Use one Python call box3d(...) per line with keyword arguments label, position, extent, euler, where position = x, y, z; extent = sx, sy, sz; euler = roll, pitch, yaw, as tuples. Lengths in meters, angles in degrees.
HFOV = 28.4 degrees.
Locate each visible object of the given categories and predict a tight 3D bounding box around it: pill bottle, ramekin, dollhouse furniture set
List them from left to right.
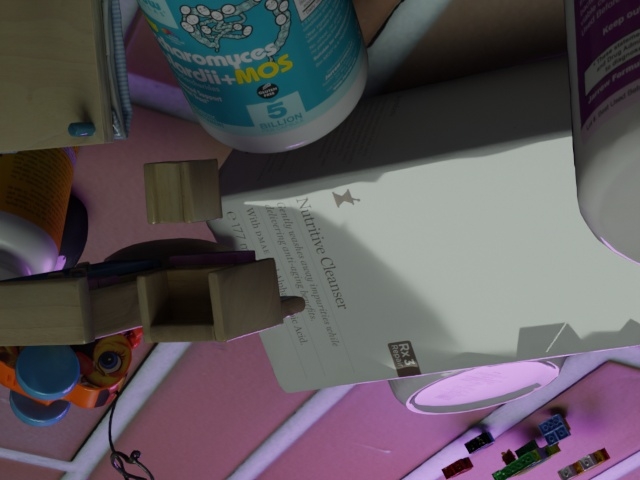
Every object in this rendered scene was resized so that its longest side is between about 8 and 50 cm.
box3d(label="pill bottle", position=(-0.283, -0.026, 1.111), extent=(0.118, 0.208, 0.117), euler=(3, 147, 2))
box3d(label="dollhouse furniture set", position=(-0.148, -0.086, 0.963), extent=(0.286, 0.303, 0.198), euler=(-4, -175, 30))
box3d(label="pill bottle", position=(-0.060, -0.191, 0.894), extent=(0.146, 0.146, 0.264), euler=(-5, 146, 13))
box3d(label="ramekin", position=(0.157, 0.103, 1.312), extent=(0.207, 0.109, 0.207), euler=(-10, 157, -4))
box3d(label="pill bottle", position=(0.238, -0.144, 0.793), extent=(0.169, 0.301, 0.169), euler=(3, 148, 2))

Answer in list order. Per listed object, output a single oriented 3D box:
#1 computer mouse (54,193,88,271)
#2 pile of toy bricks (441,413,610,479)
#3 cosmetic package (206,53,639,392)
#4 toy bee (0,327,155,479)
box3d(label="computer mouse", position=(-0.335, 0.032, 1.211), extent=(0.272, 0.072, 0.188), euler=(-18, 145, -33))
box3d(label="pile of toy bricks", position=(0.271, 0.296, 1.674), extent=(0.212, 0.118, 0.105), euler=(-34, 162, 22))
box3d(label="cosmetic package", position=(0.124, -0.016, 1.079), extent=(0.385, 0.156, 0.217), euler=(-11, 119, 22))
box3d(label="toy bee", position=(-0.288, 0.143, 1.458), extent=(0.298, 0.162, 0.195), euler=(46, 142, -14))
